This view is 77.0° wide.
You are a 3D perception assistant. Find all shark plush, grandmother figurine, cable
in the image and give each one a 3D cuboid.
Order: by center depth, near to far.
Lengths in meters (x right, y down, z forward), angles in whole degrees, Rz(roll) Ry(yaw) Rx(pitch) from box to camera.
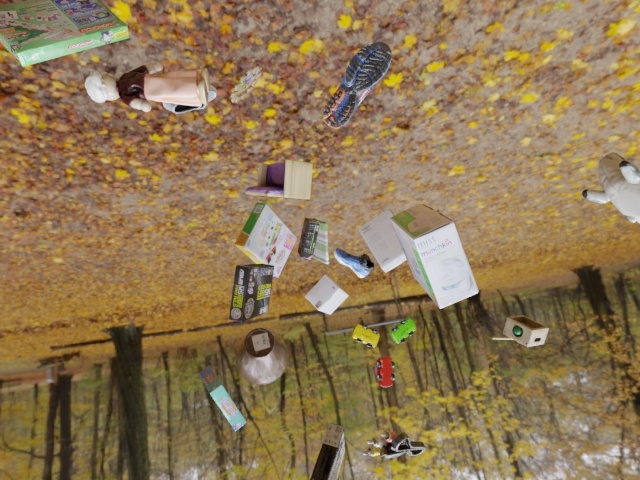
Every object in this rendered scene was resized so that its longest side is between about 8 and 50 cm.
[{"bbox_3d":[0.455,-0.060,0.556,0.067,0.161,0.073,-26,148,-33],"label":"shark plush"},{"bbox_3d":[-0.506,-0.443,1.174,0.342,0.208,0.104,-1,136,-5],"label":"grandmother figurine"},{"bbox_3d":[0.269,0.661,1.326,0.287,0.072,0.139,20,117,-43],"label":"cable"}]

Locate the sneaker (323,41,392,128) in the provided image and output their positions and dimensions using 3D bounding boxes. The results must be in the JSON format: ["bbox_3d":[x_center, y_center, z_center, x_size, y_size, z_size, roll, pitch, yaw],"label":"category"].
[{"bbox_3d":[0.084,-0.371,0.960,0.221,0.083,0.087,-48,-173,18],"label":"sneaker"}]

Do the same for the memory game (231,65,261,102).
[{"bbox_3d":[-0.302,-0.635,1.644,0.186,0.012,0.186,-49,-175,5],"label":"memory game"}]

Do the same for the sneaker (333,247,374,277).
[{"bbox_3d":[0.124,0.064,1.417,0.152,0.058,0.084,41,131,-10],"label":"sneaker"}]

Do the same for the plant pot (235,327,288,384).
[{"bbox_3d":[-0.227,0.420,1.543,0.215,0.216,0.230,-7,152,-9],"label":"plant pot"}]

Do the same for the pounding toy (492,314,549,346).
[{"bbox_3d":[0.776,0.361,1.567,0.141,0.100,0.130,1,-164,-31],"label":"pounding toy"}]

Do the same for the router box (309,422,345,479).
[{"bbox_3d":[0.020,0.606,1.070,0.046,0.179,0.133,8,127,18],"label":"router box"}]

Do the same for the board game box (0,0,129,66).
[{"bbox_3d":[-0.775,-0.637,1.188,0.317,0.213,0.046,-37,165,-32],"label":"board game box"}]

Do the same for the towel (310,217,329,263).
[{"bbox_3d":[0.000,0.000,1.464,0.023,0.152,0.113,-11,-162,-30],"label":"towel"}]

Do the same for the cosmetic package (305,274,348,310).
[{"bbox_3d":[0.029,0.215,1.572,0.117,0.085,0.231,-46,160,-3],"label":"cosmetic package"}]

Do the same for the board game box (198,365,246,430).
[{"bbox_3d":[-0.335,0.528,1.362,0.047,0.160,0.210,-33,-165,-22],"label":"board game box"}]

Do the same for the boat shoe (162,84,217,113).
[{"bbox_3d":[-0.473,-0.522,1.508,0.227,0.081,0.079,-33,156,-38],"label":"boat shoe"}]

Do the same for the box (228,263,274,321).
[{"bbox_3d":[-0.279,0.208,1.670,0.060,0.217,0.270,7,180,15],"label":"box"}]

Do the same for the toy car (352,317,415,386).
[{"bbox_3d":[0.233,0.347,1.386,0.225,0.239,0.053,-32,-174,-22],"label":"toy car"}]

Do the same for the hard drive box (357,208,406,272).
[{"bbox_3d":[0.310,0.000,1.862,0.181,0.232,0.089,-32,152,9],"label":"hard drive box"}]

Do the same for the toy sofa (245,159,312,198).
[{"bbox_3d":[-0.187,-0.262,1.716,0.177,0.150,0.362,3,-174,-27],"label":"toy sofa"}]

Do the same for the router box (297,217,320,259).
[{"bbox_3d":[-0.039,-0.006,1.299,0.038,0.123,0.092,11,-171,-14],"label":"router box"}]

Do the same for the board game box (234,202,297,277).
[{"bbox_3d":[-0.257,0.003,1.975,0.064,0.242,0.316,9,153,34],"label":"board game box"}]

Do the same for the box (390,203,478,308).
[{"bbox_3d":[0.335,0.033,1.212,0.126,0.231,0.262,-25,-163,3],"label":"box"}]
